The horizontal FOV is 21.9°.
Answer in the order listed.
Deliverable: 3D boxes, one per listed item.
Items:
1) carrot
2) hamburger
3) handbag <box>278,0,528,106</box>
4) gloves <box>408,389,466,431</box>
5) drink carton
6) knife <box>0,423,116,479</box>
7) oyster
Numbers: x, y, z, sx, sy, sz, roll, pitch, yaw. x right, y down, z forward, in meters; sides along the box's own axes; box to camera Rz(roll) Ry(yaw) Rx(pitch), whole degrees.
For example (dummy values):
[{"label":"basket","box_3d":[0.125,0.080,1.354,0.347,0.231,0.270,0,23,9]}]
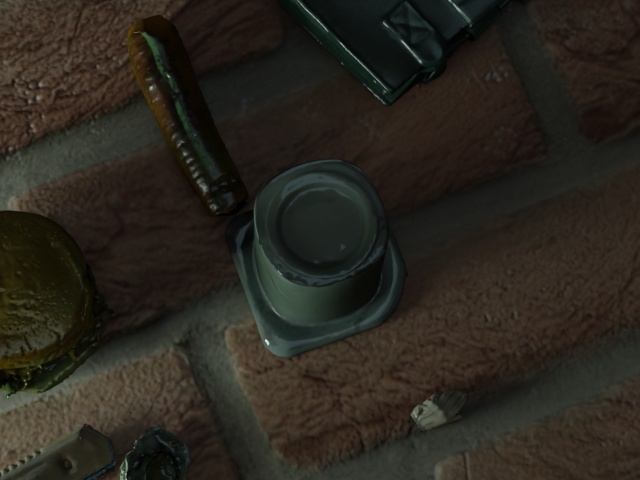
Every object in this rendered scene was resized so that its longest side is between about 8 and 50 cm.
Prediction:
[{"label":"carrot","box_3d":[-0.157,-0.145,1.953,0.070,0.070,0.260,-25,78,-8]},{"label":"hamburger","box_3d":[-0.350,0.064,1.861,0.189,0.122,0.215,-38,75,-17]},{"label":"handbag","box_3d":[0.123,-0.340,2.004,0.326,0.089,0.238,-41,79,-13]},{"label":"gloves","box_3d":[0.132,0.197,1.882,0.081,0.037,0.044,-40,115,-17]},{"label":"drink carton","box_3d":[0.000,0.000,1.857,0.191,0.189,0.185,-17,70,-7]},{"label":"knife","box_3d":[-0.390,0.315,1.832,0.365,0.043,0.089,-31,110,-12]},{"label":"oyster","box_3d":[-0.185,0.267,1.858,0.098,0.037,0.100,51,57,-7]}]
